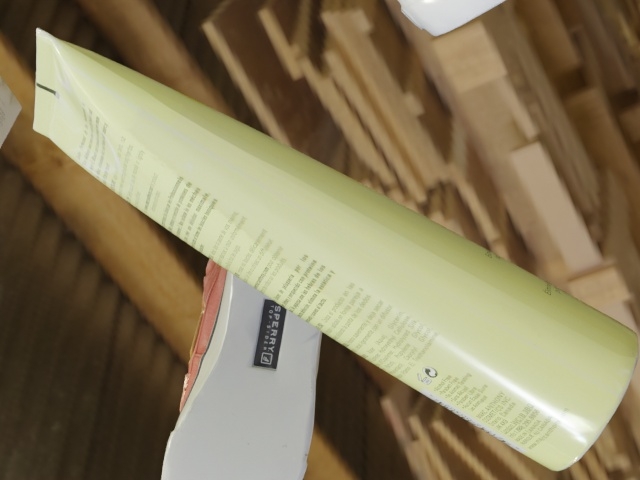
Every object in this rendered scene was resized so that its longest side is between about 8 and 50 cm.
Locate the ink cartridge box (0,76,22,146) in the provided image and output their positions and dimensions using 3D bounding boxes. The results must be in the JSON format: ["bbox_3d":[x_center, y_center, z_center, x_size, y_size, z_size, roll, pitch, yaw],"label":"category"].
[{"bbox_3d":[-0.291,-0.064,1.010,0.056,0.099,0.135,57,-145,-36],"label":"ink cartridge box"}]

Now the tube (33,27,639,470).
[{"bbox_3d":[0.000,0.000,0.508,0.240,0.070,0.062,29,-152,-1],"label":"tube"}]

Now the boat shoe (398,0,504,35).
[{"bbox_3d":[0.097,-0.149,0.418,0.076,0.228,0.080,50,-140,-14],"label":"boat shoe"}]

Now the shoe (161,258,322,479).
[{"bbox_3d":[-0.033,0.061,0.659,0.081,0.064,0.178,168,115,-83],"label":"shoe"}]
